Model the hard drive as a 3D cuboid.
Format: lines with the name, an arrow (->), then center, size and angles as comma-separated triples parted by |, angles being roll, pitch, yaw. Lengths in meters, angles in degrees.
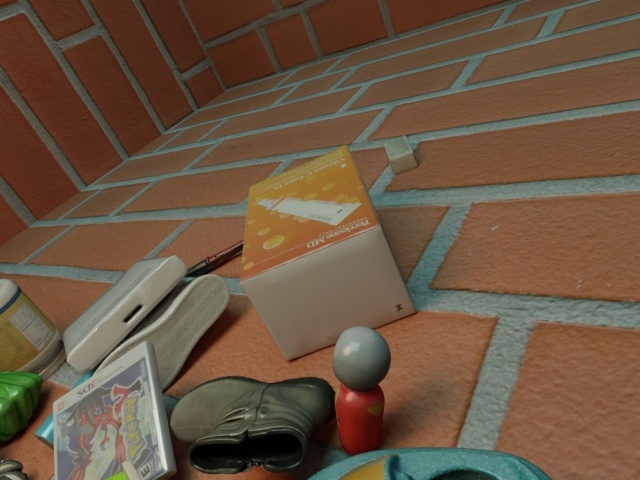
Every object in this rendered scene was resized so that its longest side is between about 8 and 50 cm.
hard drive -> -0.393, 0.127, 0.936 | 0.233, 0.047, 0.353 | -49, 20, -23

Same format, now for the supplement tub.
supplement tub -> -0.635, 0.195, 0.985 | 0.144, 0.199, 0.144 | -19, 30, 11

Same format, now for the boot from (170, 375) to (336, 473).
boot -> -0.110, 0.219, 0.571 | 0.247, 0.083, 0.161 | -14, -4, 19

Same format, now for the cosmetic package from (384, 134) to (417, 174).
cosmetic package -> 0.190, -0.205, 1.146 | 0.060, 0.041, 0.115 | -18, 30, 12

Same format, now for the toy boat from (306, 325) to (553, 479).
toy boat -> 0.065, 0.203, 0.419 | 0.268, 0.148, 0.318 | -3, 17, -11

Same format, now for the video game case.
video game case -> -0.295, 0.269, 0.668 | 0.183, 0.023, 0.201 | -34, 51, 7

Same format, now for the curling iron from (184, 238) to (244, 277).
curling iron -> -0.237, 0.051, 1.073 | 0.274, 0.035, 0.068 | -24, 29, 3

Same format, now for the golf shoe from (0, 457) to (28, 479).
golf shoe -> -0.526, 0.394, 0.680 | 0.198, 0.077, 0.094 | -24, 38, -18

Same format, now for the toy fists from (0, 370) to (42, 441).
toy fists -> -0.600, 0.321, 0.815 | 0.142, 0.096, 0.279 | -4, 17, 13

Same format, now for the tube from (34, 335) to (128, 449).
tube -> -0.394, 0.256, 0.832 | 0.052, 0.080, 0.207 | 17, 48, 15

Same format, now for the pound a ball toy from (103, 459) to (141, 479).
pound a ball toy -> -0.149, 0.349, 0.451 | 0.208, 0.135, 0.319 | -13, 19, -34

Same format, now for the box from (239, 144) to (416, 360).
box -> 0.000, 0.000, 0.830 | 0.215, 0.168, 0.345 | -22, 29, 6

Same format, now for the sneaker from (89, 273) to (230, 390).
sneaker -> -0.298, 0.178, 0.868 | 0.292, 0.108, 0.169 | -46, 19, -24
